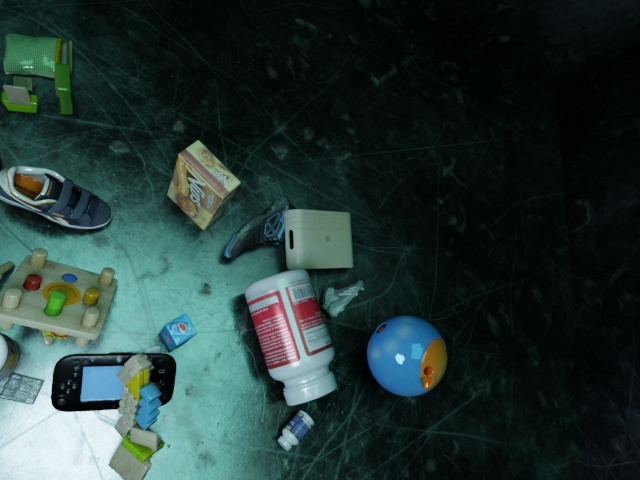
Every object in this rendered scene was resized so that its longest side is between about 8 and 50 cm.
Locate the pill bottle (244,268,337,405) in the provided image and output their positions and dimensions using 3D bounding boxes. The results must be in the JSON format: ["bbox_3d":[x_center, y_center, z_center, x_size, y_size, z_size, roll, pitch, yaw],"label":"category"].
[{"bbox_3d":[-0.091,0.317,1.416,0.229,0.229,0.407,-13,78,-29],"label":"pill bottle"}]

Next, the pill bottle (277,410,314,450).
[{"bbox_3d":[-0.083,0.630,1.401,0.120,0.067,0.067,-41,92,-31],"label":"pill bottle"}]

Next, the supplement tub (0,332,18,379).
[{"bbox_3d":[-0.859,0.295,1.067,0.145,0.200,0.144,9,69,-24],"label":"supplement tub"}]

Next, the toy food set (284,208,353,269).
[{"bbox_3d":[0.000,0.000,1.630,0.306,0.092,0.219,1,85,-37],"label":"toy food set"}]

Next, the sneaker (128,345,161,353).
[{"bbox_3d":[-0.556,0.362,1.277,0.152,0.054,0.061,-8,81,-28],"label":"sneaker"}]

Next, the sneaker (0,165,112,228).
[{"bbox_3d":[-0.771,-0.122,1.255,0.321,0.128,0.126,20,63,-42],"label":"sneaker"}]

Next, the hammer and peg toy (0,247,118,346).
[{"bbox_3d":[-0.761,0.130,1.148,0.362,0.127,0.265,21,25,-23],"label":"hammer and peg toy"}]

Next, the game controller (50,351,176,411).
[{"bbox_3d":[-0.585,0.403,1.218,0.320,0.067,0.166,6,104,-24],"label":"game controller"}]

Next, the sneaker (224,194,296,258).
[{"bbox_3d":[-0.201,-0.031,1.550,0.139,0.125,0.341,50,60,-4],"label":"sneaker"}]

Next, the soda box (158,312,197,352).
[{"bbox_3d":[-0.432,0.281,1.274,0.067,0.210,0.071,-29,86,-31],"label":"soda box"}]

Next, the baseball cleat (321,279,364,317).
[{"bbox_3d":[0.084,0.200,1.636,0.109,0.072,0.206,44,55,2],"label":"baseball cleat"}]

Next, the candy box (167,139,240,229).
[{"bbox_3d":[-0.393,-0.169,1.394,0.183,0.316,0.087,45,59,-6],"label":"candy box"}]

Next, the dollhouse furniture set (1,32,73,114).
[{"bbox_3d":[-0.925,-0.585,1.381,0.198,0.151,0.301,-2,73,-27],"label":"dollhouse furniture set"}]

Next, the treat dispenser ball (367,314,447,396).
[{"bbox_3d":[0.314,0.417,1.544,0.289,0.288,0.287,9,68,-23],"label":"treat dispenser ball"}]

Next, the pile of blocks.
[{"bbox_3d":[-0.478,0.483,1.175,0.149,0.113,0.361,9,96,18],"label":"pile of blocks"}]

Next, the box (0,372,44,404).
[{"bbox_3d":[-0.815,0.405,1.155,0.083,0.018,0.067,20,64,-18],"label":"box"}]

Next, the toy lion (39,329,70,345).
[{"bbox_3d":[-0.769,0.249,1.229,0.100,0.034,0.096,52,52,-1],"label":"toy lion"}]

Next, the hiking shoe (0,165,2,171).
[{"bbox_3d":[-0.993,-0.244,1.247,0.086,0.114,0.226,-31,87,-32],"label":"hiking shoe"}]
